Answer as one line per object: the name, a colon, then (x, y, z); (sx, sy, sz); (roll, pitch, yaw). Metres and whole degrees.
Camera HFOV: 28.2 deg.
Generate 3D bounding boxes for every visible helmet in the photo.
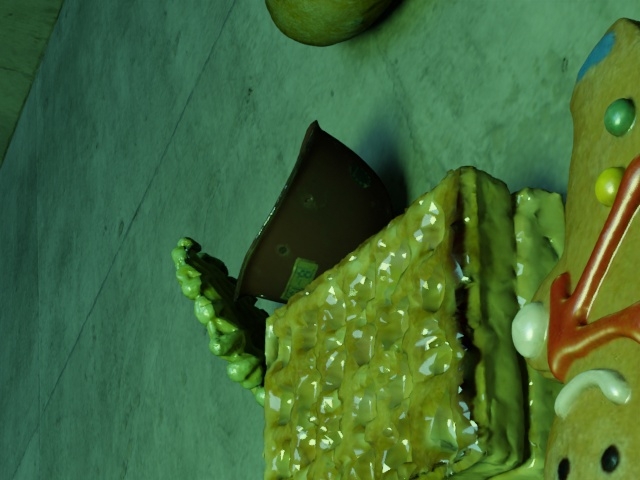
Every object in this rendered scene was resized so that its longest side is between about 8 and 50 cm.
helmet: (0.000, 0.000, 1.047); (0.175, 0.106, 0.155); (-58, 6, 41)

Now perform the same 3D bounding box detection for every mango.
mango: (0.012, -0.276, 1.141); (0.316, 0.146, 0.193); (142, 140, -69)

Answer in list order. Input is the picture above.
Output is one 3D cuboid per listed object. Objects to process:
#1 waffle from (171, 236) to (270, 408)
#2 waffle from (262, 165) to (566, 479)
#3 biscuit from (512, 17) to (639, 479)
waffle: (-0.067, 0.081, 1.104); (0.036, 0.169, 0.183); (-38, 36, 6)
waffle: (0.057, 0.104, 0.887); (0.308, 0.091, 0.213); (-43, 40, 53)
biscuit: (0.162, 0.012, 0.658); (0.205, 0.049, 0.324); (152, 131, -67)
